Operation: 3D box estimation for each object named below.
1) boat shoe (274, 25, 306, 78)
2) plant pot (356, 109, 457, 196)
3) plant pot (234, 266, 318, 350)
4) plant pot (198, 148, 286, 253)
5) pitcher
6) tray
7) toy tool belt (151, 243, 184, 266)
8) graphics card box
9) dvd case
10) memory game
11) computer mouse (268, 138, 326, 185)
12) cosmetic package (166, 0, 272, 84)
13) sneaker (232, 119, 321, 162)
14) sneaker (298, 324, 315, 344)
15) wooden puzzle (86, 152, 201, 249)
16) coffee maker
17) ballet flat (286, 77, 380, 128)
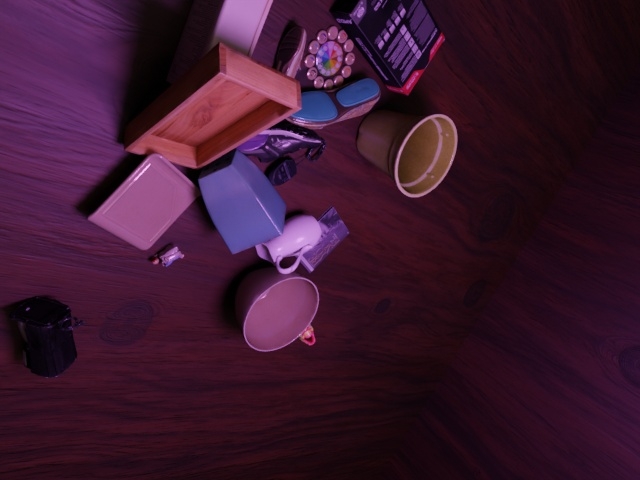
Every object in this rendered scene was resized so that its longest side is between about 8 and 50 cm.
[{"bbox_3d":[-0.082,-0.494,1.299,0.072,0.068,0.189,-5,130,-53],"label":"boat shoe"},{"bbox_3d":[0.265,-0.318,1.569,0.276,0.254,0.275,-22,129,-30],"label":"plant pot"},{"bbox_3d":[-0.175,0.199,1.579,0.284,0.191,0.283,-22,130,-28],"label":"plant pot"},{"bbox_3d":[-0.227,-0.119,1.311,0.166,0.165,0.234,-21,124,14],"label":"plant pot"},{"bbox_3d":[-0.087,0.013,1.540,0.207,0.178,0.125,-32,144,-20],"label":"pitcher"},{"bbox_3d":[-0.258,-0.280,1.064,0.203,0.411,0.076,10,71,-44],"label":"tray"},{"bbox_3d":[-0.440,0.053,1.355,0.083,0.052,0.051,-38,127,-15],"label":"toy tool belt"},{"bbox_3d":[0.217,-0.647,1.421,0.371,0.094,0.232,32,92,-49],"label":"graphics card box"},{"bbox_3d":[0.000,0.000,1.726,0.221,0.018,0.164,-45,137,-8],"label":"dvd case"},{"bbox_3d":[0.031,-0.538,1.397,0.186,0.012,0.186,-21,129,-29],"label":"memory game"},{"bbox_3d":[-0.076,-0.252,1.484,0.242,0.041,0.071,-38,135,-24],"label":"computer mouse"},{"bbox_3d":[-0.234,-0.483,1.096,0.113,0.160,0.309,10,111,-45],"label":"cosmetic package"},{"bbox_3d":[-0.134,-0.289,1.376,0.284,0.107,0.124,0,131,-37],"label":"sneaker"},{"bbox_3d":[-0.068,0.335,1.835,0.081,0.094,0.208,-38,134,-13],"label":"sneaker"},{"bbox_3d":[-0.452,-0.098,1.228,0.239,0.044,0.221,-44,152,-3],"label":"wooden puzzle"},{"bbox_3d":[-0.685,0.256,1.190,0.120,0.171,0.178,-29,137,-46],"label":"coffee maker"},{"bbox_3d":[0.028,-0.398,1.426,0.349,0.123,0.123,-25,131,-25],"label":"ballet flat"}]
